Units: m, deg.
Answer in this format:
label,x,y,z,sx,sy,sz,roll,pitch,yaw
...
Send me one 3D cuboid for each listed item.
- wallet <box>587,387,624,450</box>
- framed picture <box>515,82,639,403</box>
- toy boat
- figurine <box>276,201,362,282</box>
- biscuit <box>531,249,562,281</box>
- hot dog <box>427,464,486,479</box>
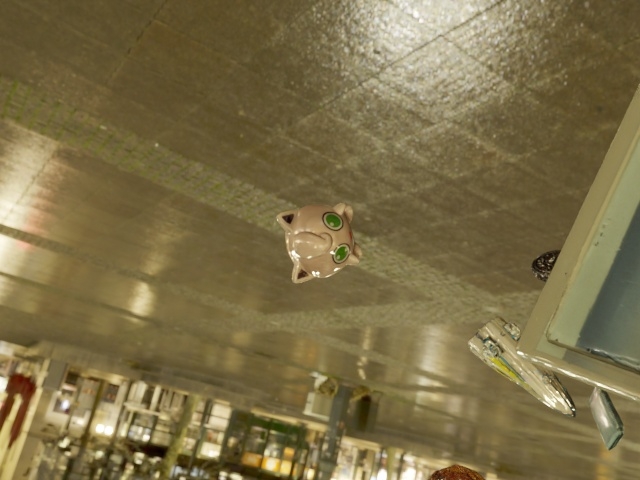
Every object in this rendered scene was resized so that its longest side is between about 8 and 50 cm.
label,x,y,z,sx,sy,sz,roll,pitch,yaw
wallet,0.652,0.399,1.505,0.026,0.129,0.088,-4,134,-3
framed picture,0.400,-0.045,0.551,0.326,0.446,0.028,18,164,43
toy boat,0.338,0.210,1.087,0.210,0.084,0.066,47,155,26
figurine,0.000,0.000,1.095,0.138,0.125,0.125,-13,177,-32
biscuit,0.436,0.047,1.226,0.087,0.089,0.027,-13,114,12
hot dog,0.247,0.512,1.150,0.160,0.227,0.099,-14,168,24
